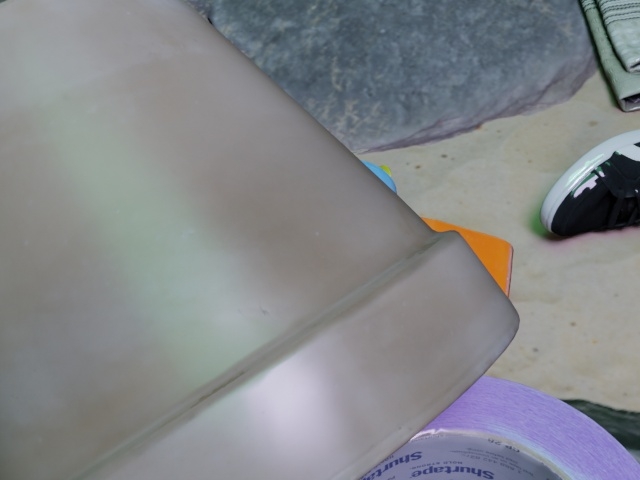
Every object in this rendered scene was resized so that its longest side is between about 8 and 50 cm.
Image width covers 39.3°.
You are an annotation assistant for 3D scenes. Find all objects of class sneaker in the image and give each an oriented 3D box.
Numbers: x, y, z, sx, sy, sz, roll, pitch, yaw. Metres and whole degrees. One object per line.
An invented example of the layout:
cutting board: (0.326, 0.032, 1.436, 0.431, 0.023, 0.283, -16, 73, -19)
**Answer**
sneaker: (0.307, -0.040, 0.770, 0.217, 0.079, 0.121, -27, 53, -16)

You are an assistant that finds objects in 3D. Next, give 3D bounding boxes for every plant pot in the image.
plant pot: (-0.098, 0.016, 0.517, 0.323, 0.323, 0.280, -33, 88, -18)

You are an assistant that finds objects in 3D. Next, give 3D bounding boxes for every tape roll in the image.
tape roll: (0.090, 0.227, 0.583, 0.275, 0.090, 0.274, -3, 53, 4)

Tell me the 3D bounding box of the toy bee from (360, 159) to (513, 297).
toy bee: (0.000, 0.000, 0.751, 0.298, 0.162, 0.195, 39, 54, 2)

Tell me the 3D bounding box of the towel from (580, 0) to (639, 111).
towel: (0.438, -0.273, 0.953, 0.312, 0.056, 0.324, -5, 53, 2)
